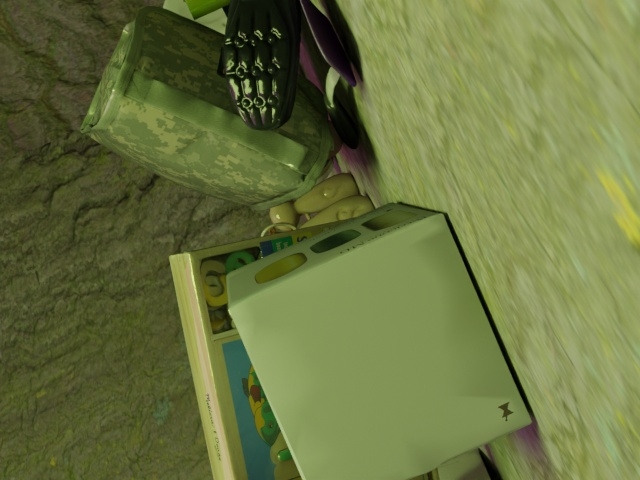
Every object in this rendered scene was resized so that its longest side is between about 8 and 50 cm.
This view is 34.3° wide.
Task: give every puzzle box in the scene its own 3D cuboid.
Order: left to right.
[{"bbox_3d":[-0.001,0.188,1.169,0.052,0.272,0.409,-10,93,55],"label":"puzzle box"}]

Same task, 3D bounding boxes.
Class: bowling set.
[{"bbox_3d":[0.000,0.000,1.405,0.200,0.154,0.287,79,167,-77],"label":"bowling set"}]

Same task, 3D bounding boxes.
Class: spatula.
[{"bbox_3d":[0.016,-0.155,1.043,0.296,0.030,0.084,72,177,-72],"label":"spatula"}]

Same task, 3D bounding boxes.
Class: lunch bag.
[{"bbox_3d":[-0.127,-0.141,1.157,0.235,0.169,0.287,24,179,-18],"label":"lunch bag"}]

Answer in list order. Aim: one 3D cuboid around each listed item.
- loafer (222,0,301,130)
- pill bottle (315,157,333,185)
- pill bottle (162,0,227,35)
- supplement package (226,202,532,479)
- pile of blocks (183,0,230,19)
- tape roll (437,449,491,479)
[{"bbox_3d":[-0.048,-0.213,0.960,0.078,0.076,0.223,-12,-81,-68],"label":"loafer"},{"bbox_3d":[-0.058,-0.169,1.501,0.112,0.112,0.187,-118,4,-51],"label":"pill bottle"},{"bbox_3d":[-0.143,-0.291,1.670,0.272,0.152,0.152,69,176,-58],"label":"pill bottle"},{"bbox_3d":[0.039,0.094,0.977,0.262,0.199,0.198,-141,27,-83],"label":"supplement package"},{"bbox_3d":[-0.135,-0.291,1.166,0.362,0.112,0.149,-130,15,-83],"label":"pile of blocks"},{"bbox_3d":[0.236,0.468,1.350,0.392,0.072,0.392,-18,-90,-87],"label":"tape roll"}]
